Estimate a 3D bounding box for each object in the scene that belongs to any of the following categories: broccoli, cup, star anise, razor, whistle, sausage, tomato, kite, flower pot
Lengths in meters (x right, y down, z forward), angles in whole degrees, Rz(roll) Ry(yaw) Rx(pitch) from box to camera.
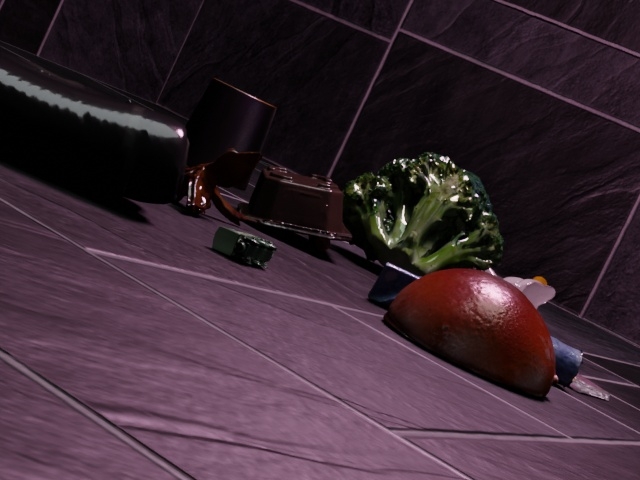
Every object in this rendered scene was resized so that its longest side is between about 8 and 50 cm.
[{"bbox_3d":[0.170,-0.018,2.335,0.295,0.265,0.245,20,37,21],"label":"broccoli"},{"bbox_3d":[-0.204,-0.224,2.722,0.166,0.177,0.239,22,6,-32],"label":"cup"},{"bbox_3d":[-0.151,-0.052,1.903,0.140,0.144,0.158,-30,28,-26],"label":"star anise"},{"bbox_3d":[-0.321,-0.145,1.579,0.349,0.113,0.204,22,4,-12],"label":"razor"},{"bbox_3d":[0.212,0.114,1.850,0.304,0.062,0.062,24,5,-9],"label":"whistle"},{"bbox_3d":[0.000,0.000,2.188,0.031,0.031,0.107,25,4,-8],"label":"sausage"},{"bbox_3d":[0.201,0.101,1.666,0.228,0.112,0.199,21,8,-22],"label":"tomato"},{"bbox_3d":[0.279,0.151,2.058,0.360,0.022,0.204,28,5,23],"label":"kite"},{"bbox_3d":[-0.037,-0.065,2.168,0.179,0.084,0.251,12,5,-6],"label":"flower pot"}]

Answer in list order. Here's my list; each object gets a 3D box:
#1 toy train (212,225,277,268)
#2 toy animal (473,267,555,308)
[{"bbox_3d":[-0.087,0.008,1.610,0.053,0.033,0.083,24,3,24],"label":"toy train"},{"bbox_3d":[0.375,0.090,2.678,0.127,0.131,0.182,47,-13,-19],"label":"toy animal"}]
